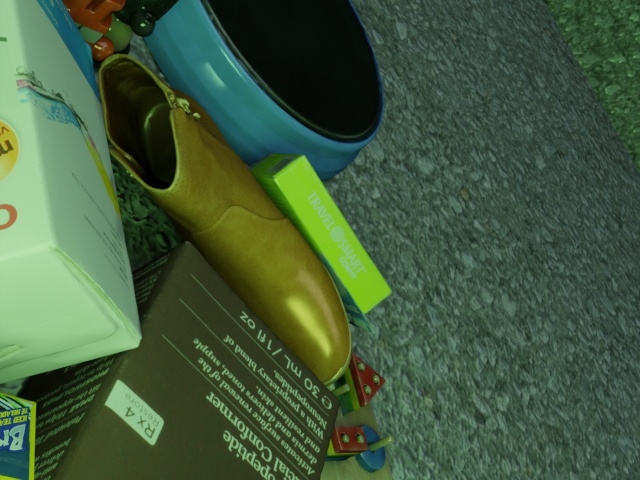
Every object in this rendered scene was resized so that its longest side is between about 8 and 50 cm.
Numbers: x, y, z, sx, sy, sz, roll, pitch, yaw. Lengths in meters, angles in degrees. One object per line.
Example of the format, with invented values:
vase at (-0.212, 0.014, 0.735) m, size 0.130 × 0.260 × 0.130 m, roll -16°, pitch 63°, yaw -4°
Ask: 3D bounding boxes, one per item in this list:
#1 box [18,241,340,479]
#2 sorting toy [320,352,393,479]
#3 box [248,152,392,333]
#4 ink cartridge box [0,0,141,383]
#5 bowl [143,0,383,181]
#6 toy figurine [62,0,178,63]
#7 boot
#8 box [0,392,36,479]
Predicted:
box at (-0.126, 0.194, 0.657) m, size 0.191 × 0.143 × 0.381 m, roll 48°, pitch 34°, yaw -21°
sorting toy at (0.023, 0.160, 1.007) m, size 0.132 × 0.046 × 0.275 m, roll 15°, pitch 52°, yaw -52°
box at (0.000, 0.000, 0.989) m, size 0.178 × 0.042 × 0.109 m, roll 57°, pitch -14°, yaw -16°
ink cartridge box at (-0.225, -0.043, 0.614) m, size 0.168 × 0.171 × 0.233 m, roll 73°, pitch 1°, yaw -67°
bowl at (-0.063, -0.255, 1.200) m, size 0.391 × 0.077 × 0.391 m, roll 38°, pitch 36°, yaw -35°
toy figurine at (-0.234, -0.239, 0.866) m, size 0.209 × 0.148 × 0.213 m, roll 50°, pitch 33°, yaw -8°
boot at (-0.087, -0.009, 0.867) m, size 0.295 × 0.104 × 0.211 m, roll 58°, pitch 5°, yaw 17°
box at (-0.222, 0.128, 0.530) m, size 0.059 × 0.169 × 0.054 m, roll 28°, pitch 43°, yaw -44°
